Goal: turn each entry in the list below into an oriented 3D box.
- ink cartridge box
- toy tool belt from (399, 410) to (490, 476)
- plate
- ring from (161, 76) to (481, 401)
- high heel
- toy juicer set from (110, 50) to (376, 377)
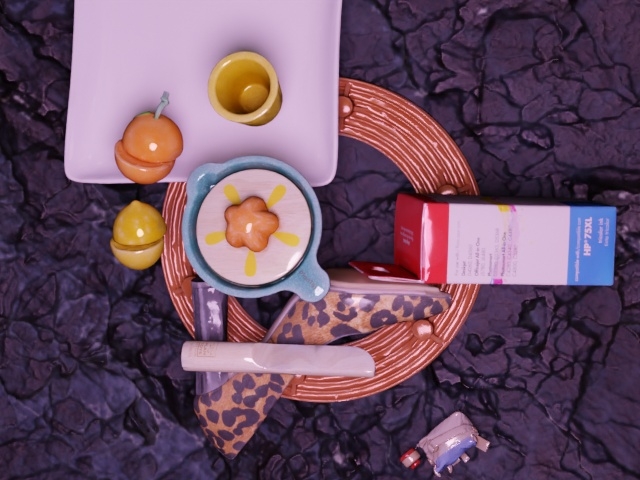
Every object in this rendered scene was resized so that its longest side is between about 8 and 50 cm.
[{"bbox_3d":[0.151,-0.003,1.465,0.231,0.134,0.078,1,95,-9],"label":"ink cartridge box"},{"bbox_3d":[0.126,0.214,1.547,0.083,0.052,0.051,-41,80,8],"label":"toy tool belt"},{"bbox_3d":[-0.113,-0.191,1.538,0.278,0.045,0.277,1,84,10],"label":"plate"},{"bbox_3d":[0.000,0.000,1.560,0.337,0.032,0.336,0,94,7],"label":"ring"},{"bbox_3d":[0.002,0.125,1.514,0.261,0.093,0.186,-1,100,9],"label":"high heel"},{"bbox_3d":[-0.097,0.002,1.441,0.209,0.089,0.329,-20,79,8],"label":"toy juicer set"}]
